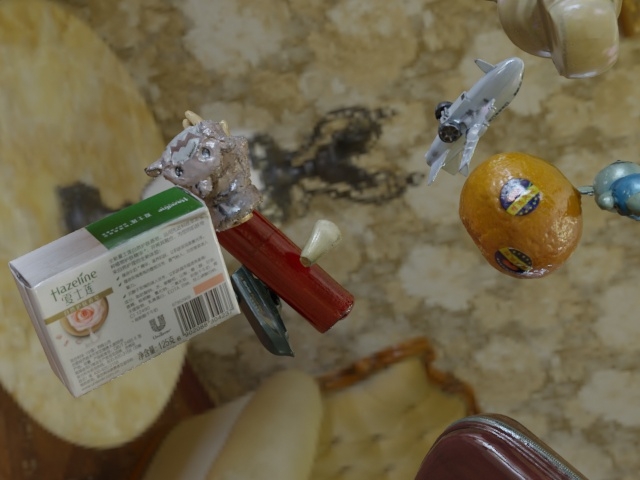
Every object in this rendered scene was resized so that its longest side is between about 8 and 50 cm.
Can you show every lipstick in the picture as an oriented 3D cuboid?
[{"bbox_3d":[-0.076,0.011,1.700,0.280,0.073,0.073,42,24,-4],"label":"lipstick"}]

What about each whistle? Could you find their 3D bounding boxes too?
[{"bbox_3d":[0.416,-0.063,1.725,0.235,0.114,0.077,-108,-166,-79],"label":"whistle"}]

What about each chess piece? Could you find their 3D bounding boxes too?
[{"bbox_3d":[0.183,-0.246,1.120,0.397,0.117,0.117,-95,165,-57],"label":"chess piece"}]

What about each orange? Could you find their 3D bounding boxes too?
[{"bbox_3d":[0.269,-0.035,1.734,0.177,0.155,0.177,45,-5,5],"label":"orange"}]

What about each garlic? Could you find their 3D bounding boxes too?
[{"bbox_3d":[0.000,0.001,1.642,0.041,0.053,0.083,42,34,-3],"label":"garlic"}]

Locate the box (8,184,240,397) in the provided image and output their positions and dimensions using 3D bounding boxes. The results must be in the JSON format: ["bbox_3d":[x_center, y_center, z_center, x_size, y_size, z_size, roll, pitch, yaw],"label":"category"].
[{"bbox_3d":[-0.194,0.049,1.306,0.081,0.199,0.135,31,-38,52],"label":"box"}]

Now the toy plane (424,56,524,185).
[{"bbox_3d":[0.172,-0.143,1.485,0.066,0.171,0.162,24,27,-12],"label":"toy plane"}]

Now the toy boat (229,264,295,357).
[{"bbox_3d":[-0.074,0.100,1.749,0.141,0.060,0.055,58,-12,17],"label":"toy boat"}]

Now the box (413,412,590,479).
[{"bbox_3d":[0.302,0.418,1.775,0.108,0.404,0.263,-25,148,-47],"label":"box"}]

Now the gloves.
[{"bbox_3d":[-0.131,-0.082,1.563,0.144,0.110,0.094,42,9,-7],"label":"gloves"}]
